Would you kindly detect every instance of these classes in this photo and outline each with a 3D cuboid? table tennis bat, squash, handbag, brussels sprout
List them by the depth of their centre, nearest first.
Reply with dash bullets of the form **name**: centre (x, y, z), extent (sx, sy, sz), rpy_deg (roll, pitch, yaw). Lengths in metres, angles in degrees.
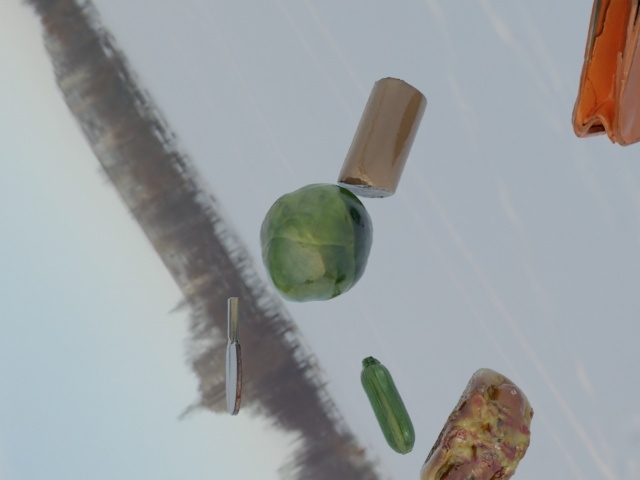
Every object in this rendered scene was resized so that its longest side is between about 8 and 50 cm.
- **table tennis bat**: centre (-0.162, 0.216, 1.875), extent (0.130, 0.019, 0.220), rpy_deg (157, 114, -74)
- **brussels sprout**: centre (0.000, 0.000, 1.920), extent (0.271, 0.210, 0.219), rpy_deg (-25, -72, -73)
- **handbag**: centre (0.645, -0.358, 1.990), extent (0.116, 0.410, 0.303), rpy_deg (18, 114, 35)
- **squash**: centre (0.140, 0.346, 2.123), extent (0.219, 0.068, 0.077), rpy_deg (67, -172, 20)

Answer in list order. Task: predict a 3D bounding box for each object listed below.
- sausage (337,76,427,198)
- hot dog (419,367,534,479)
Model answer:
- **sausage**: centre (0.125, -0.198, 2.036), extent (0.123, 0.253, 0.123), rpy_deg (19, 160, 7)
- **hot dog**: centre (0.283, 0.352, 1.789), extent (0.150, 0.257, 0.153), rpy_deg (31, 168, 1)
